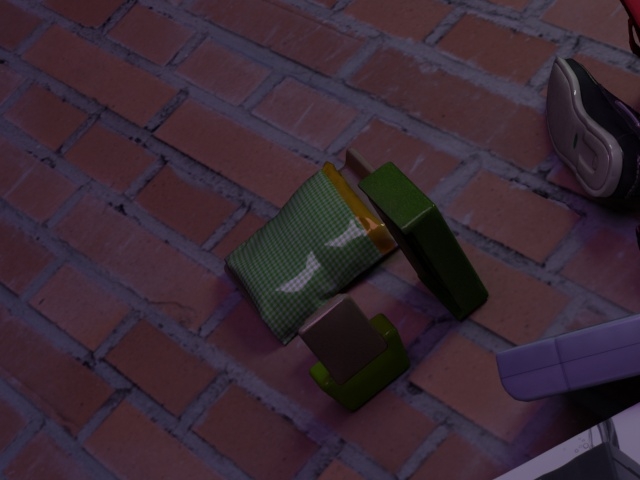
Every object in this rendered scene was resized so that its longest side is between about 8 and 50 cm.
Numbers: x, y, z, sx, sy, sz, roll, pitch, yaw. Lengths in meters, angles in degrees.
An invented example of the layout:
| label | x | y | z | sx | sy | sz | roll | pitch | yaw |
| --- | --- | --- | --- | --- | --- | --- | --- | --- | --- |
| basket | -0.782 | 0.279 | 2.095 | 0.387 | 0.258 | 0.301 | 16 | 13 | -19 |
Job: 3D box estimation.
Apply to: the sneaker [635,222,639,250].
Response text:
| label | x | y | z | sx | sy | sz | roll | pitch | yaw |
| --- | --- | --- | --- | --- | --- | --- | --- | --- | --- |
| sneaker | 0.382 | -0.011 | 1.577 | 0.178 | 0.072 | 0.077 | 17 | 53 | 37 |

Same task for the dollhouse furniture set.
| label | x | y | z | sx | sy | sz | roll | pitch | yaw |
| --- | --- | --- | --- | --- | --- | --- | --- | --- | --- |
| dollhouse furniture set | 0.000 | 0.000 | 1.763 | 0.197 | 0.151 | 0.301 | -39 | 41 | -3 |

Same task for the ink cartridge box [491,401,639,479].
| label | x | y | z | sx | sy | sz | roll | pitch | yaw |
| --- | --- | --- | --- | --- | --- | --- | --- | --- | --- |
| ink cartridge box | 0.255 | 0.265 | 1.358 | 0.307 | 0.129 | 0.223 | -29 | 41 | 8 |

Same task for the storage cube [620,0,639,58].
| label | x | y | z | sx | sy | sz | roll | pitch | yaw |
| --- | --- | --- | --- | --- | --- | --- | --- | --- | --- |
| storage cube | 0.412 | -0.204 | 1.645 | 0.215 | 0.183 | 0.193 | -27 | 42 | 11 |

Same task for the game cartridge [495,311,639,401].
| label | x | y | z | sx | sy | sz | roll | pitch | yaw |
| --- | --- | --- | --- | --- | --- | --- | --- | --- | --- |
| game cartridge | 0.307 | 0.077 | 1.461 | 0.294 | 0.196 | 0.060 | -17 | 81 | 22 |

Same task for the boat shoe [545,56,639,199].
| label | x | y | z | sx | sy | sz | roll | pitch | yaw |
| --- | --- | --- | --- | --- | --- | --- | --- | --- | --- |
| boat shoe | 0.286 | -0.113 | 1.747 | 0.079 | 0.084 | 0.233 | 1 | 32 | -15 |
